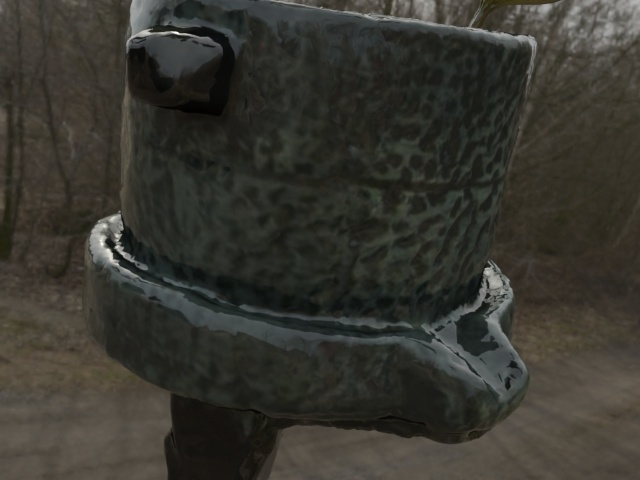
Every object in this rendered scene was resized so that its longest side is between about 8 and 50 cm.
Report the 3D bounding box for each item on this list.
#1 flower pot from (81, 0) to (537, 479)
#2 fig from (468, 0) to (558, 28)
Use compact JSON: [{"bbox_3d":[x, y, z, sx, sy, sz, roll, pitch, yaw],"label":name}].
[{"bbox_3d":[0.000,0.000,0.474,0.299,0.283,0.299,9,17,-3],"label":"flower pot"},{"bbox_3d":[0.244,-0.318,0.891,0.143,0.231,0.160,12,-17,45],"label":"fig"}]
